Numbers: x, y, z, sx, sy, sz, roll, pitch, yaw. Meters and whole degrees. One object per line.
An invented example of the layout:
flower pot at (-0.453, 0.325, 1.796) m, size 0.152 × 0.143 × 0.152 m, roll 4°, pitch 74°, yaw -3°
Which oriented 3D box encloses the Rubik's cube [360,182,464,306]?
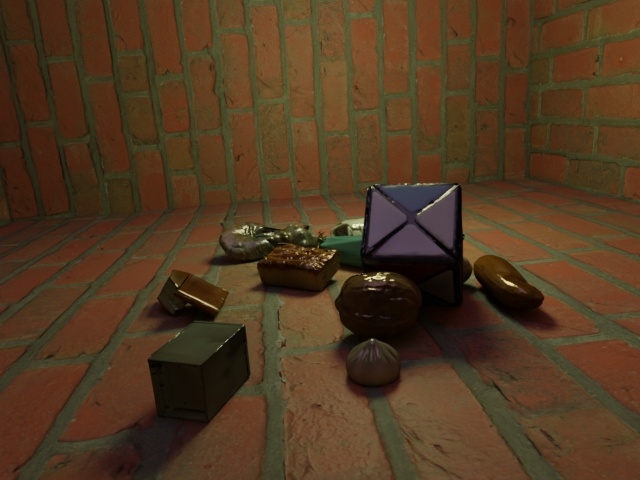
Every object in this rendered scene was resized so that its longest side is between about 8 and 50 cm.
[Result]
Rubik's cube at (0.298, 0.012, 1.610) m, size 0.306 × 0.306 × 0.309 m, roll 0°, pitch 56°, yaw 17°

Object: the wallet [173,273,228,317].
wallet at (-0.407, 0.189, 1.721) m, size 0.161 × 0.041 × 0.195 m, roll 27°, pitch 12°, yaw -8°

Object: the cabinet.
cabinet at (-0.283, 0.301, 1.185) m, size 0.150 × 0.144 × 0.206 m, roll 2°, pitch 16°, yaw 18°

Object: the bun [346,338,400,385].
bun at (0.128, 0.286, 1.235) m, size 0.139 × 0.094 × 0.138 m, roll -6°, pitch 17°, yaw 2°

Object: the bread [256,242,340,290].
bread at (-0.082, 0.097, 1.933) m, size 0.275 × 0.114 × 0.185 m, roll 6°, pitch 32°, yaw 29°

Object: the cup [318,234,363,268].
cup at (0.116, 0.047, 2.120) m, size 0.236 × 0.147 × 0.134 m, roll 0°, pitch -17°, yaw 36°

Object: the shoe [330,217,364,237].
shoe at (0.213, -0.045, 2.426) m, size 0.363 × 0.131 × 0.160 m, roll 1°, pitch 14°, yaw 34°

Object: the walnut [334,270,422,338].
walnut at (0.162, 0.183, 1.427) m, size 0.245 × 0.197 × 0.198 m, roll 2°, pitch 15°, yaw 3°

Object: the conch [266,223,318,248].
conch at (-0.086, 0.029, 2.205) m, size 0.386 × 0.169 × 0.203 m, roll 27°, pitch 10°, yaw -46°

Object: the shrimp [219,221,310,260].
shrimp at (-0.257, -0.010, 2.364) m, size 0.446 × 0.109 × 0.221 m, roll -5°, pitch 49°, yaw -24°

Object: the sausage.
sausage at (0.598, 0.141, 1.619) m, size 0.134 × 0.115 × 0.354 m, roll 26°, pitch 13°, yaw -8°

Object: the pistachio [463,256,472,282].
pistachio at (0.429, 0.105, 1.784) m, size 0.215 × 0.143 × 0.144 m, roll -7°, pitch 14°, yaw 3°

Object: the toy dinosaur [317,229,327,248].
toy dinosaur at (0.003, -0.002, 2.138) m, size 0.041 × 0.026 × 0.113 m, roll -16°, pitch 48°, yaw 24°

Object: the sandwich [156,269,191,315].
sandwich at (-0.518, 0.177, 1.799) m, size 0.096 × 0.094 × 0.258 m, roll 34°, pitch 6°, yaw -15°
